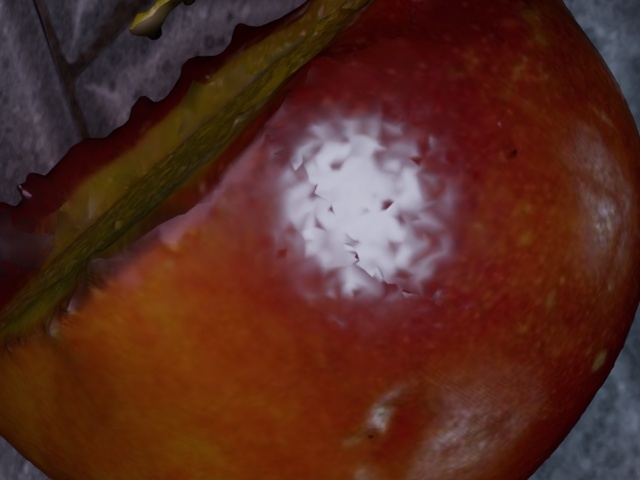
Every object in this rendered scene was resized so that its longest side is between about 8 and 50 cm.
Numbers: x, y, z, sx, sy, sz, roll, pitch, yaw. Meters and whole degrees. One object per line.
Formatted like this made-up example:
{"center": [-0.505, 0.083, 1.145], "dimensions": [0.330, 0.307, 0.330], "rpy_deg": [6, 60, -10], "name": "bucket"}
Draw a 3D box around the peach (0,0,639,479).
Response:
{"center": [0.002, 0.019, 0.904], "dimensions": [0.406, 0.310, 0.335], "rpy_deg": [-41, 23, 21], "name": "peach"}
